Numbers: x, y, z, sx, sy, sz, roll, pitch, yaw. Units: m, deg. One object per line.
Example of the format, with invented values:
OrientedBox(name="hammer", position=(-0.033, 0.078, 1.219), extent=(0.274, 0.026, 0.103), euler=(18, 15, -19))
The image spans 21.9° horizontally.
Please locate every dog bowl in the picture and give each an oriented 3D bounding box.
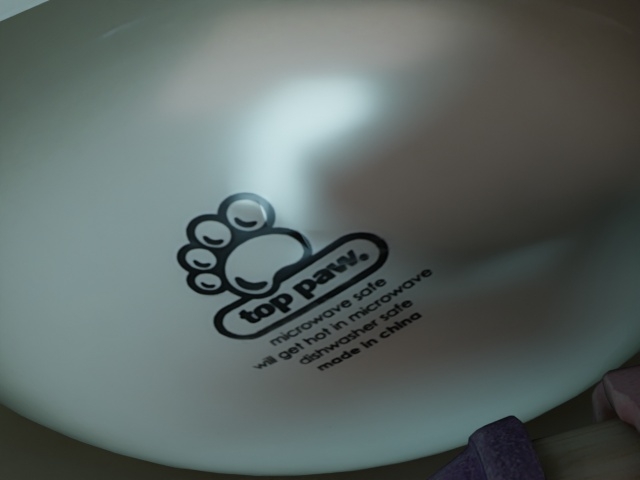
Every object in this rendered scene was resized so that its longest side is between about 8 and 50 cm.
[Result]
OrientedBox(name="dog bowl", position=(0.000, 0.000, 0.479), extent=(0.408, 0.150, 0.408), euler=(-4, 140, -3))

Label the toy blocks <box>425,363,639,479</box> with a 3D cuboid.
OrientedBox(name="toy blocks", position=(0.103, 0.220, 0.398), extent=(0.260, 0.309, 0.288), euler=(-14, 140, -2))
